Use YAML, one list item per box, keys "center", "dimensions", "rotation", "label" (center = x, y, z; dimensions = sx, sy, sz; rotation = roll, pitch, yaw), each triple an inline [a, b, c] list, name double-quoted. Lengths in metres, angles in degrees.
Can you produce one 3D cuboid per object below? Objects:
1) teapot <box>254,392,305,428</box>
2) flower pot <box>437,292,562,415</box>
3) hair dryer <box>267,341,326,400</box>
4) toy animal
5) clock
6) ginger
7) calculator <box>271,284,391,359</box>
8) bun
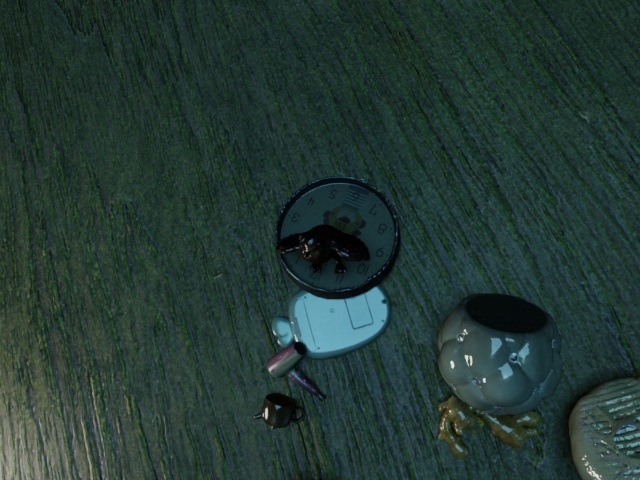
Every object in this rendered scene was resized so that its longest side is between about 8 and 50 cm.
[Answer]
- center: [-0.094, 0.406, 1.058]
  dimensions: [0.121, 0.076, 0.068]
  rotation: [14, 91, -17]
  label: "teapot"
- center: [0.359, 0.230, 0.924]
  dimensions: [0.246, 0.246, 0.195]
  rotation: [8, 112, 12]
  label: "flower pot"
- center: [-0.043, 0.318, 1.071]
  dimensions: [0.106, 0.054, 0.154]
  rotation: [-39, 95, 31]
  label: "hair dryer"
- center: [-0.002, -0.001, 0.970]
  dimensions: [0.218, 0.179, 0.116]
  rotation: [8, 72, 14]
  label: "toy animal"
- center: [0.039, -0.014, 1.100]
  dimensions: [0.313, 0.061, 0.312]
  rotation: [-3, 69, 8]
  label: "clock"
- center: [0.353, 0.398, 0.984]
  dimensions: [0.176, 0.052, 0.193]
  rotation: [43, 90, 10]
  label: "ginger"
- center: [0.023, 0.187, 1.092]
  dimensions: [0.295, 0.042, 0.184]
  rotation: [-18, 76, 6]
  label: "calculator"
- center: [0.621, 0.397, 0.868]
  dimensions: [0.273, 0.168, 0.273]
  rotation: [-22, 38, 19]
  label: "bun"
